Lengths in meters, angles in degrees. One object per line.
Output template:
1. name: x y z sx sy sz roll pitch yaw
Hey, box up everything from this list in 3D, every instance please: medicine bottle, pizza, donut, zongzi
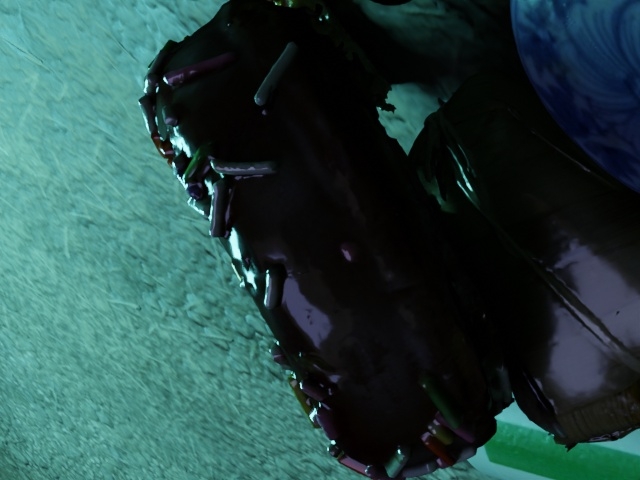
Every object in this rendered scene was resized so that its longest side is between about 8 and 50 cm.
1. medicine bottle: 0.192 0.110 0.826 0.260 0.095 0.095 11 138 50
2. pizza: -0.013 -0.114 0.864 0.100 0.029 0.099 12 138 45
3. donut: 0.000 0.000 0.768 0.270 0.103 0.270 61 176 8
4. zongzi: 0.152 -0.011 0.735 0.197 0.099 0.194 -26 98 37

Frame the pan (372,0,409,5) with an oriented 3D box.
1. pan: 0.028 -0.164 0.743 0.068 0.023 0.115 34 153 21

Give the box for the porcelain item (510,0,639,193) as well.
1. porcelain item: 0.155 -0.090 0.578 0.147 0.114 0.147 33 152 21
